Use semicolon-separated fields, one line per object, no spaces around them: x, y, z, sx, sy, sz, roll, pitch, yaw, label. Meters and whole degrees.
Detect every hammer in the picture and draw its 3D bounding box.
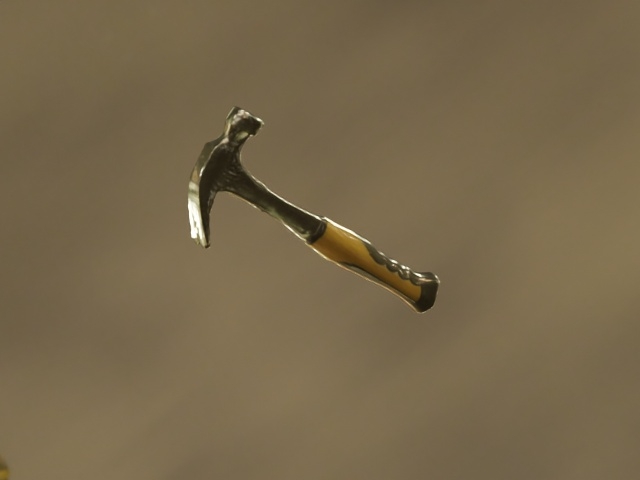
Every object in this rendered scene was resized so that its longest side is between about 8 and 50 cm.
0.000;0.000;0.730;0.201;0.021;0.078;32;-91;-37;hammer
